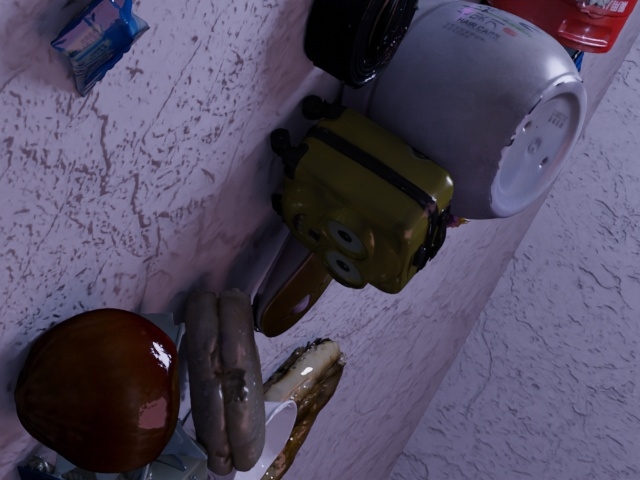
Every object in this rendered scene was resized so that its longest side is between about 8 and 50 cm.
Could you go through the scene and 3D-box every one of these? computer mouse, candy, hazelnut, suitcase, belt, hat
[{"bbox_3d":[0.000,0.000,1.720,0.310,0.072,0.158,-61,166,-20],"label":"computer mouse"},{"bbox_3d":[-0.180,-0.170,1.014,0.088,0.038,0.136,-50,172,-9],"label":"candy"},{"bbox_3d":[-0.238,0.165,1.292,0.178,0.178,0.204,-47,-168,-27],"label":"hazelnut"},{"bbox_3d":[0.045,-0.045,1.541,0.143,0.235,0.194,-48,162,-25],"label":"suitcase"},{"bbox_3d":[0.059,-0.276,1.417,0.151,0.078,0.198,-37,154,-43],"label":"belt"},{"bbox_3d":[-0.138,0.303,1.895,0.203,0.126,0.203,-49,162,-22],"label":"hat"}]

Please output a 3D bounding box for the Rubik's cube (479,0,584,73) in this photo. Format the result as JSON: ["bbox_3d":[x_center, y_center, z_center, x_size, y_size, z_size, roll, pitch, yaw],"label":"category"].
[{"bbox_3d":[0.296,-0.254,1.952,0.187,0.182,0.184,-53,163,-10],"label":"Rubik's cube"}]

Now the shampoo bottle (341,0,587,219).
[{"bbox_3d":[0.189,-0.180,1.618,0.273,0.266,0.273,-39,149,-29],"label":"shampoo bottle"}]

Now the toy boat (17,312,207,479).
[{"bbox_3d":[-0.211,0.243,1.445,0.291,0.210,0.070,-54,-174,-9],"label":"toy boat"}]

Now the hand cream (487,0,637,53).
[{"bbox_3d":[0.372,-0.397,1.826,0.230,0.230,0.149,-29,147,-58],"label":"hand cream"}]

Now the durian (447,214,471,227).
[{"bbox_3d":[0.187,-0.117,1.912,0.260,0.154,0.186,-142,-112,-85],"label":"durian"}]

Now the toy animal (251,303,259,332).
[{"bbox_3d":[-0.113,0.114,1.748,0.065,0.047,0.136,-59,166,29],"label":"toy animal"}]

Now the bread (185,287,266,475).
[{"bbox_3d":[-0.125,0.209,1.639,0.102,0.183,0.337,-7,149,-5],"label":"bread"}]

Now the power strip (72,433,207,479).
[{"bbox_3d":[-0.239,0.303,1.586,0.140,0.139,0.224,-45,161,-29],"label":"power strip"}]

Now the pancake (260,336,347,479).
[{"bbox_3d":[-0.069,0.336,2.262,0.382,0.071,0.382,-49,163,-21],"label":"pancake"}]
